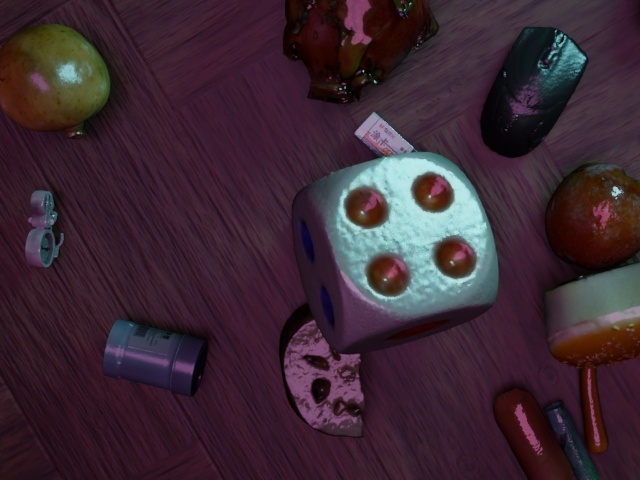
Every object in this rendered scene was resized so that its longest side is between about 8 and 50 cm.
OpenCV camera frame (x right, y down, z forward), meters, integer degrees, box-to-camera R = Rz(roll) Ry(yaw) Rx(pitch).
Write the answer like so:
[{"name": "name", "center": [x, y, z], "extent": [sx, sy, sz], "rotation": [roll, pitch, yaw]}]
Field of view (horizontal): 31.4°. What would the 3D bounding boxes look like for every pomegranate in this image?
[{"name": "pomegranate", "center": [-0.431, -0.250, 1.839], "extent": [0.196, 0.196, 0.196], "rotation": [1, 95, 6]}]

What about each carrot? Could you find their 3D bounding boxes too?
[{"name": "carrot", "center": [0.443, 0.257, 1.865], "extent": [0.037, 0.037, 0.190], "rotation": [-8, 93, 7]}]

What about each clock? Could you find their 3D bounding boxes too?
[{"name": "clock", "center": [-0.464, -0.020, 1.907], "extent": [0.041, 0.087, 0.129], "rotation": [4, 94, 10]}]

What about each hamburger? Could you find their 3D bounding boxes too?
[{"name": "hamburger", "center": [0.489, 0.106, 1.751], "extent": [0.295, 0.227, 0.152], "rotation": [-14, 81, 10]}]

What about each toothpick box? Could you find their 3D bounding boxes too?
[{"name": "toothpick box", "center": [-0.274, 0.195, 1.900], "extent": [0.153, 0.101, 0.101], "rotation": [14, 96, 5]}]

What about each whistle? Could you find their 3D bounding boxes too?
[{"name": "whistle", "center": [0.423, 0.354, 1.875], "extent": [0.039, 0.039, 0.186], "rotation": [-26, 93, 8]}]

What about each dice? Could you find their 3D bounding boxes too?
[{"name": "dice", "center": [0.109, 0.020, 1.728], "extent": [0.259, 0.243, 0.251], "rotation": [-14, 76, -16]}]

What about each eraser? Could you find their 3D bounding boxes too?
[{"name": "eraser", "center": [0.116, -0.152, 1.864], "extent": [0.122, 0.029, 0.052], "rotation": [43, 97, 0]}]

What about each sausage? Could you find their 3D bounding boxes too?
[{"name": "sausage", "center": [0.349, 0.331, 1.863], "extent": [0.077, 0.077, 0.194], "rotation": [-29, 92, 8]}]

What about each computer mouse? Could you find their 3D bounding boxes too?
[{"name": "computer mouse", "center": [0.333, -0.235, 1.813], "extent": [0.122, 0.073, 0.217], "rotation": [28, 96, 3]}]

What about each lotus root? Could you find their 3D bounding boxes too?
[{"name": "lotus root", "center": [0.002, 0.214, 1.864], "extent": [0.138, 0.119, 0.235], "rotation": [-11, 95, 1]}]

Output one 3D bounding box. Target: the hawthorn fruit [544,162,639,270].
[{"name": "hawthorn fruit", "center": [0.433, -0.035, 1.774], "extent": [0.172, 0.173, 0.173], "rotation": [1, 95, 6]}]

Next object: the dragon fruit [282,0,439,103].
[{"name": "dragon fruit", "center": [0.059, -0.369, 1.756], "extent": [0.250, 0.250, 0.315], "rotation": [-9, 80, 7]}]
